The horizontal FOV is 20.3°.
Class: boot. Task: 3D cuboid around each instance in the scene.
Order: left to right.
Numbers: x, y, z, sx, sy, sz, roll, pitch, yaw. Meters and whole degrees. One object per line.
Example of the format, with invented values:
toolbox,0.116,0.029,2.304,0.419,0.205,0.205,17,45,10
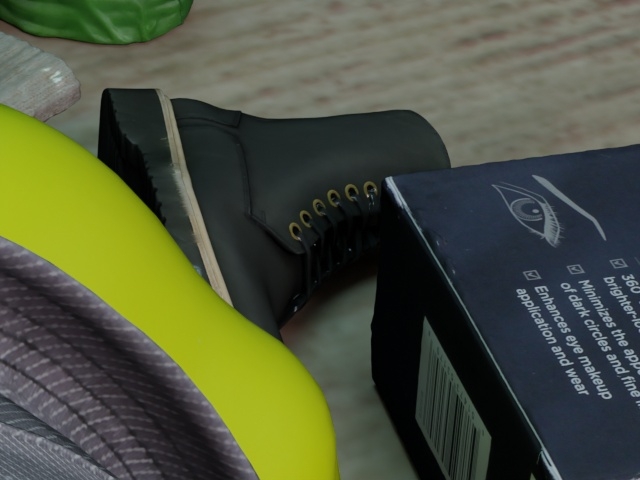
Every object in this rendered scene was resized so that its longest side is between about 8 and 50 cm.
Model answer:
boot,0.000,0.000,0.646,0.137,0.077,0.198,-1,37,-16

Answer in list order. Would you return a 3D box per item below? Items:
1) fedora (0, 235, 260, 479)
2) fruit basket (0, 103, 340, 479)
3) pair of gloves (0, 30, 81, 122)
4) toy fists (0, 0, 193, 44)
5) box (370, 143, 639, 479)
fedora,-0.076,0.119,0.302,0.124,0.275,0.243,13,67,47
fruit basket,-0.178,0.019,0.479,0.283,0.392,0.392,-14,22,38
pair of gloves,-0.236,-0.031,0.689,0.240,0.042,0.204,15,42,24
toy fists,-0.182,-0.182,0.815,0.279,0.142,0.096,14,37,15
box,0.114,0.047,0.568,0.158,0.093,0.156,-8,37,-14
